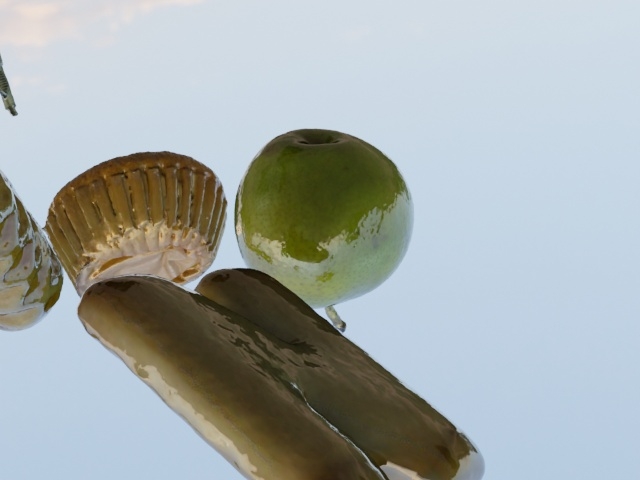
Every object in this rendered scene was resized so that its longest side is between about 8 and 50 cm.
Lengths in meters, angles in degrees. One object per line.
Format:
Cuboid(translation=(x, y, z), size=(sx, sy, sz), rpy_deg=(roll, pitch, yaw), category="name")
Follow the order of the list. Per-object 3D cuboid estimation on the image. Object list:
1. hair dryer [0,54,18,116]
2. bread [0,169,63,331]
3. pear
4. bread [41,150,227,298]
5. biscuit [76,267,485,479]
Cuboid(translation=(-0.343, -0.220, 1.345), size=(0.067, 0.199, 0.167), rpy_deg=(-26, -168, -4), category="hair dryer")
Cuboid(translation=(-0.212, -0.032, 0.734), size=(0.084, 0.367, 0.077), rpy_deg=(7, -112, 5), category="bread")
Cuboid(translation=(0.000, 0.000, 1.303), size=(0.166, 0.216, 0.180), rpy_deg=(23, -147, 33), category="pear")
Cuboid(translation=(-0.229, -0.015, 1.718), size=(0.240, 0.240, 0.139), rpy_deg=(-13, -126, -10), category="bread")
Cuboid(translation=(-0.025, 0.113, 1.037), size=(0.290, 0.062, 0.237), rpy_deg=(38, -160, 28), category="biscuit")
